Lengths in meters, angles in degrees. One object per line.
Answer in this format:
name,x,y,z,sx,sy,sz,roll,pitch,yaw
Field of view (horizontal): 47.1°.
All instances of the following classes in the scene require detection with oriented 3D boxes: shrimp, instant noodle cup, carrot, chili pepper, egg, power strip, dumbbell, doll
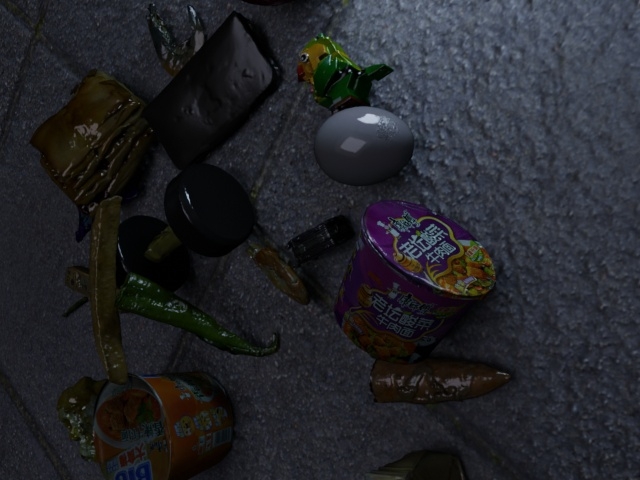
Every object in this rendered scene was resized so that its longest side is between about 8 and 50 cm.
shrimp,-0.344,-0.494,1.752,0.150,0.051,0.217,-35,78,31
instant noodle cup,-0.347,0.429,1.668,0.296,0.214,0.296,1,91,39
carrot,0.212,0.243,1.298,0.263,0.102,0.102,-8,86,35
chili pepper,-0.263,0.172,1.585,0.076,0.359,0.085,168,125,-77
egg,0.079,-0.173,1.354,0.198,0.146,0.146,4,94,32
shrimp,-0.089,0.057,1.529,0.217,0.051,0.115,41,157,41
power strip,-0.600,0.128,1.972,0.305,0.044,0.064,18,103,37
dumbbell,-0.320,-0.012,1.643,0.322,0.203,0.204,-33,71,35
doll,0.033,-0.320,1.413,0.186,0.106,0.134,43,111,30
instant noodle cup,0.146,0.080,1.262,0.251,0.251,0.190,46,127,28

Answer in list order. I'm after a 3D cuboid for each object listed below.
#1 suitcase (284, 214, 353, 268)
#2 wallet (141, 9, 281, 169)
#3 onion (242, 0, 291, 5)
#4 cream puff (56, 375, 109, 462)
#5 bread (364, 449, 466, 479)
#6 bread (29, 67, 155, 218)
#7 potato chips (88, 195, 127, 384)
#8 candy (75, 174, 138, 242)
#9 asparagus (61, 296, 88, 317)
suitcase,0.000,0.000,1.462,0.126,0.086,0.059,-28,89,36
wallet,-0.248,-0.324,1.656,0.377,0.051,0.197,-38,82,32
onion,-0.145,-0.616,1.377,0.347,0.385,0.348,19,119,38
cream puff,-0.575,0.459,1.893,0.194,0.194,0.221,-33,83,34
bread,0.172,0.476,1.267,0.109,0.192,0.210,-25,76,39
bread,-0.578,-0.252,1.831,0.277,0.167,0.324,38,97,32
potato chips,-0.463,0.108,1.593,0.080,0.057,0.407,-5,87,46
candy,-0.574,-0.115,1.930,0.275,0.070,0.145,-32,64,31
asparagus,-0.693,0.189,2.066,0.127,0.018,0.015,-32,47,35
